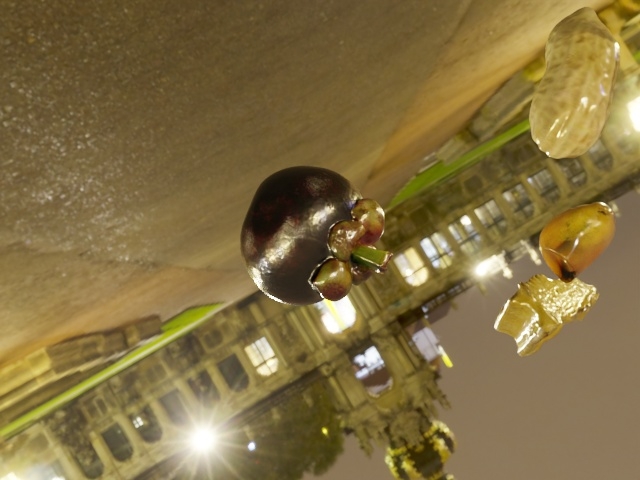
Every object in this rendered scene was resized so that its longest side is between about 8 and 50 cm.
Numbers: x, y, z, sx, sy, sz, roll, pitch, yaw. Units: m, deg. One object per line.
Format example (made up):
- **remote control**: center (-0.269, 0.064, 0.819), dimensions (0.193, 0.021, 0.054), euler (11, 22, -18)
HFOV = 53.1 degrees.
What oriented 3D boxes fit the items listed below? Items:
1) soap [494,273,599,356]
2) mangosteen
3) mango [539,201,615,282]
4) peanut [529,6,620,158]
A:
- **soap**: center (0.639, 0.150, 1.720), dimensions (0.304, 0.169, 0.338), euler (-40, 160, -9)
- **mangosteen**: center (0.000, 0.000, 1.231), dimensions (0.302, 0.275, 0.275), euler (18, -155, 28)
- **mango**: center (0.596, -0.013, 1.479), dimensions (0.166, 0.136, 0.236), euler (-42, 165, -2)
- **peanut**: center (0.476, -0.298, 1.200), dimensions (0.153, 0.140, 0.325), euler (84, 21, -64)
